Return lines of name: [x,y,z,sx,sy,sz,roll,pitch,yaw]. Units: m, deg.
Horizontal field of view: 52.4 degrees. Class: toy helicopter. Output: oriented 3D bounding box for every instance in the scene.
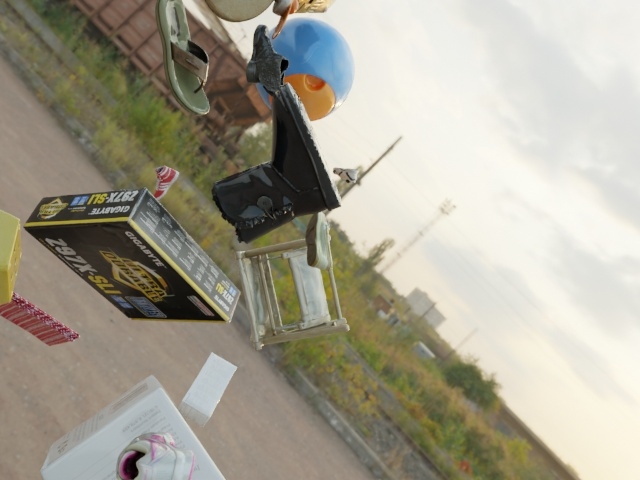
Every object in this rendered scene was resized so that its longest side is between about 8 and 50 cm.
toy helicopter: [-0.088,-0.586,1.360,0.235,0.355,0.140,52,-8,-20]

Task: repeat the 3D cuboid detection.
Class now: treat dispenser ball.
treat dispenser ball: [-0.047,-0.480,1.840,0.288,0.288,0.288,46,-1,1]

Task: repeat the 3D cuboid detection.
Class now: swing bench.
swing bench: [-0.076,0.130,1.702,0.165,0.254,0.253,116,-37,-89]

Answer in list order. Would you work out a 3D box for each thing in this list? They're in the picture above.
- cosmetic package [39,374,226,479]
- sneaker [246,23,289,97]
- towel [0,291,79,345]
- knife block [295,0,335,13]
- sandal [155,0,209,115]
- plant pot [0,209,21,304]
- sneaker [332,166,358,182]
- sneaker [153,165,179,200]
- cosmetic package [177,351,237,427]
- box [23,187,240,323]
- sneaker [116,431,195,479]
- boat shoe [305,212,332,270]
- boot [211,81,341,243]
cosmetic package: [-0.446,0.608,1.656,0.394,0.327,0.329,57,-19,-4]
sneaker: [-0.104,-0.381,1.379,0.089,0.170,0.051,6,-19,14]
towel: [-0.828,0.213,1.815,0.199,0.031,0.275,-15,-48,44]
knife block: [-0.062,-0.696,1.645,0.242,0.088,0.275,55,37,5]
sandal: [-0.327,-0.455,1.604,0.120,0.086,0.303,-52,137,-58]
plant pot: [-0.771,0.035,1.434,0.187,0.212,0.212,7,51,-18]
sneaker: [0.070,-0.194,1.932,0.040,0.044,0.109,3,8,-32]
sneaker: [-0.501,-0.181,2.025,0.067,0.118,0.042,32,12,-39]
cosmetic package: [-0.351,0.460,2.024,0.099,0.060,0.239,33,31,-3]
box: [-0.338,0.039,1.201,0.257,0.079,0.322,0,-37,29]
sneaker: [-0.331,0.412,1.224,0.111,0.103,0.252,18,-18,-30]
boat shoe: [0.001,-0.001,1.392,0.048,0.056,0.153,21,40,-22]
boot: [-0.096,-0.122,1.116,0.094,0.207,0.246,-100,169,-58]
